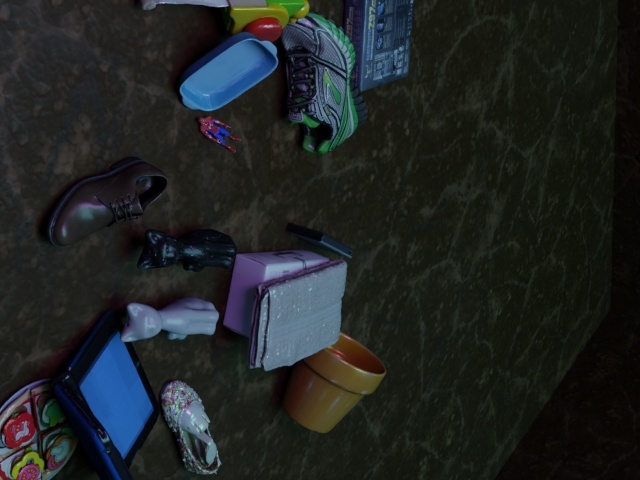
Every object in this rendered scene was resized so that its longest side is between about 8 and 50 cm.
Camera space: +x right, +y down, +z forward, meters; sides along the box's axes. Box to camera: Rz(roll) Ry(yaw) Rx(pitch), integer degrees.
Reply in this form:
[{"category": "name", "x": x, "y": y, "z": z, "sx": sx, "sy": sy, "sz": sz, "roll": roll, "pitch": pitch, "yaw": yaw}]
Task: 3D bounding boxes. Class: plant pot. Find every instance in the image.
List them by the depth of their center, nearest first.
[{"category": "plant pot", "x": 0.013, "y": 0.318, "z": 2.107, "sx": 0.205, "sy": 0.205, "sz": 0.188, "roll": 15, "pitch": 109, "yaw": -56}]

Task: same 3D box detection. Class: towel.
[{"category": "towel", "x": -0.039, "y": 0.149, "z": 1.901, "sx": 0.282, "sy": 0.049, "sz": 0.187, "roll": -18, "pitch": 120, "yaw": -51}]

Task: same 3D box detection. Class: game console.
[{"category": "game console", "x": -0.321, "y": 0.311, "z": 1.602, "sx": 0.173, "sy": 0.250, "sz": 0.293, "roll": -34, "pitch": 133, "yaw": -23}]

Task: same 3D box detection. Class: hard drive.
[{"category": "hard drive", "x": 0.000, "y": 0.000, "z": 2.007, "sx": 0.135, "sy": 0.094, "sz": 0.022, "roll": 29, "pitch": 81, "yaw": -56}]

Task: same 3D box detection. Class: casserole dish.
[{"category": "casserole dish", "x": -0.161, "y": -0.294, "z": 1.618, "sx": 0.188, "sy": 0.037, "sz": 0.114, "roll": -31, "pitch": 151, "yaw": 16}]

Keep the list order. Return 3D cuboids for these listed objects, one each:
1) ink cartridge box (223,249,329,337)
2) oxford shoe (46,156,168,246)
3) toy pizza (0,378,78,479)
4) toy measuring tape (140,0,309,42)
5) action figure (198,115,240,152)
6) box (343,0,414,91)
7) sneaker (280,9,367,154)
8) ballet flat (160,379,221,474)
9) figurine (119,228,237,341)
[{"category": "ink cartridge box", "x": -0.087, "y": 0.106, "z": 1.939, "sx": 0.218, "sy": 0.092, "sz": 0.158, "roll": -2, "pitch": 108, "yaw": -53}, {"category": "oxford shoe", "x": -0.337, "y": -0.060, "z": 1.504, "sx": 0.227, "sy": 0.096, "sz": 0.083, "roll": -42, "pitch": 138, "yaw": -34}, {"category": "toy pizza", "x": -0.467, "y": 0.327, "z": 1.558, "sx": 0.201, "sy": 0.032, "sz": 0.201, "roll": -29, "pitch": 127, "yaw": -45}, {"category": "toy measuring tape", "x": -0.166, "y": -0.388, "z": 1.602, "sx": 0.330, "sy": 0.121, "sz": 0.121, "roll": -10, "pitch": 115, "yaw": -33}, {"category": "action figure", "x": -0.186, "y": -0.197, "z": 1.713, "sx": 0.115, "sy": 0.030, "sz": 0.038, "roll": 32, "pitch": 84, "yaw": -53}, {"category": "box", "x": 0.123, "y": -0.448, "z": 2.001, "sx": 0.183, "sy": 0.059, "sz": 0.233, "roll": -28, "pitch": 128, "yaw": -46}, {"category": "sneaker", "x": -0.007, "y": -0.302, "z": 1.820, "sx": 0.146, "sy": 0.134, "sz": 0.343, "roll": -52, "pitch": 142, "yaw": -25}, {"category": "ballet flat", "x": -0.245, "y": 0.372, "z": 1.855, "sx": 0.091, "sy": 0.077, "sz": 0.241, "roll": -44, "pitch": 137, "yaw": -33}, {"category": "figurine", "x": -0.262, "y": 0.082, "z": 1.665, "sx": 0.209, "sy": 0.092, "sz": 0.215, "roll": 5, "pitch": 102, "yaw": -60}]
